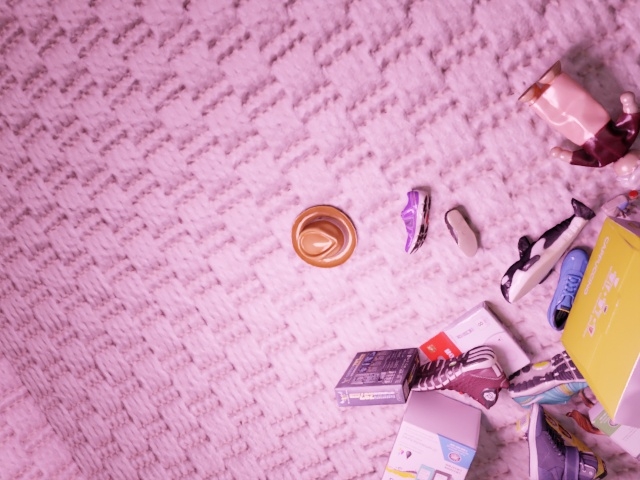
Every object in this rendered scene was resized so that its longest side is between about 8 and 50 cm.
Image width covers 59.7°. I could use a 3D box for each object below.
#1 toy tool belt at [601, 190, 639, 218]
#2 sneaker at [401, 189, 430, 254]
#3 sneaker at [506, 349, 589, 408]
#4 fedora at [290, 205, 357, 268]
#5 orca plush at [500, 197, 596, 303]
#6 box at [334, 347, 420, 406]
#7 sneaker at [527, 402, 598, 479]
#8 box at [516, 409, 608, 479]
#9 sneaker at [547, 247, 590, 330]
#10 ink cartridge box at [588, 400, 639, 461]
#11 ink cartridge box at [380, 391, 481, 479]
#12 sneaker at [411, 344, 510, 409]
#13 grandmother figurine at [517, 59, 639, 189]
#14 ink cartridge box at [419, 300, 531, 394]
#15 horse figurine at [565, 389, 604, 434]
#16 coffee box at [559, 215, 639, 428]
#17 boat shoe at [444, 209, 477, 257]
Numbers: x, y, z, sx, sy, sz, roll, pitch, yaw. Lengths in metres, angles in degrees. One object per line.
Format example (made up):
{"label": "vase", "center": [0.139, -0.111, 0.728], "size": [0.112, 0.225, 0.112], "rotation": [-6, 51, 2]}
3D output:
{"label": "toy tool belt", "center": [0.701, -0.078, 1.291], "size": [0.083, 0.052, 0.051], "rotation": [-34, 124, 27]}
{"label": "sneaker", "center": [0.241, -0.048, 1.453], "size": [0.071, 0.068, 0.170], "rotation": [13, 101, 31]}
{"label": "sneaker", "center": [0.619, 0.359, 1.429], "size": [0.275, 0.107, 0.110], "rotation": [-25, 116, 28]}
{"label": "fedora", "center": [0.000, 0.000, 1.529], "size": [0.194, 0.079, 0.194], "rotation": [5, 107, 17]}
{"label": "orca plush", "center": [0.519, 0.013, 1.348], "size": [0.102, 0.151, 0.287], "rotation": [47, 122, 36]}
{"label": "box", "center": [0.158, 0.364, 1.497], "size": [0.183, 0.232, 0.059], "rotation": [-9, 99, 20]}
{"label": "sneaker", "center": [0.605, 0.512, 1.399], "size": [0.163, 0.086, 0.226], "rotation": [-1, 110, 26]}
{"label": "box", "center": [0.639, 0.551, 1.484], "size": [0.232, 0.058, 0.087], "rotation": [40, 113, 4]}
{"label": "sneaker", "center": [0.609, 0.125, 1.358], "size": [0.069, 0.082, 0.209], "rotation": [16, 108, 16]}
{"label": "ink cartridge box", "center": [0.781, 0.437, 1.313], "size": [0.219, 0.092, 0.160], "rotation": [41, 104, 15]}
{"label": "ink cartridge box", "center": [0.298, 0.588, 1.533], "size": [0.198, 0.197, 0.270], "rotation": [19, 111, 13]}
{"label": "sneaker", "center": [0.373, 0.395, 1.484], "size": [0.281, 0.106, 0.162], "rotation": [-31, 100, 41]}
{"label": "grandmother figurine", "center": [0.616, -0.246, 1.244], "size": [0.342, 0.104, 0.208], "rotation": [44, 141, -1]}
{"label": "ink cartridge box", "center": [0.408, 0.302, 1.493], "size": [0.232, 0.066, 0.189], "rotation": [-41, 89, 20]}
{"label": "horse figurine", "center": [0.764, 0.431, 1.404], "size": [0.263, 0.066, 0.174], "rotation": [-24, 91, 21]}
{"label": "coffee box", "center": [0.753, 0.176, 1.153], "size": [0.334, 0.338, 0.338], "rotation": [12, 108, 2]}
{"label": "boat shoe", "center": [0.359, -0.019, 1.424], "size": [0.049, 0.042, 0.133], "rotation": [-29, 96, -2]}
